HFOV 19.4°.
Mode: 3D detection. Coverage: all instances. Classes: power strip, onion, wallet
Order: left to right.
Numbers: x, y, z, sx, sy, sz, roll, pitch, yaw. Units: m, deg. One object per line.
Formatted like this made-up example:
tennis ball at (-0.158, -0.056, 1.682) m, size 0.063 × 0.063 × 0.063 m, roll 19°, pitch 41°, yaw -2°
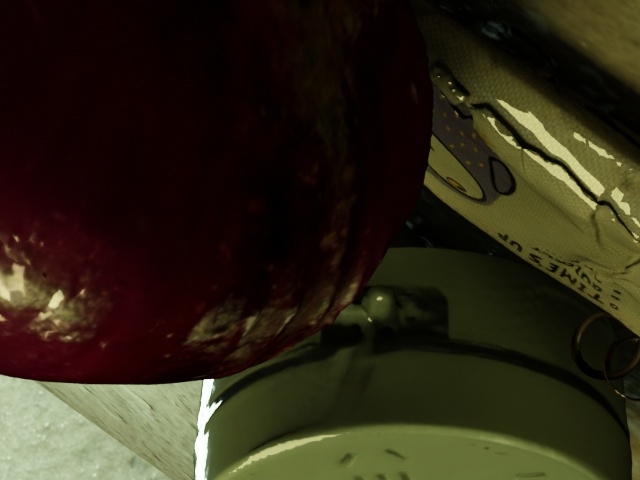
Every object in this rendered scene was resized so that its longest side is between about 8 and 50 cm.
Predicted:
onion at (-0.090, -0.128, 0.956) m, size 0.398 × 0.398 × 0.420 m, roll 41°, pitch 138°, yaw -10°
power strip at (0.067, 0.154, 1.424) m, size 0.358 × 0.161 × 0.357 m, roll 2°, pitch 145°, yaw 1°
wallet at (0.127, -0.041, 1.215) m, size 0.335 × 0.068 × 0.275 m, roll 38°, pitch 163°, yaw 7°

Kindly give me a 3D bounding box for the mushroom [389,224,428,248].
mushroom at (0.001, 0.001, 1.454) m, size 0.177 × 0.126 × 0.397 m, roll 5°, pitch 154°, yaw 39°
